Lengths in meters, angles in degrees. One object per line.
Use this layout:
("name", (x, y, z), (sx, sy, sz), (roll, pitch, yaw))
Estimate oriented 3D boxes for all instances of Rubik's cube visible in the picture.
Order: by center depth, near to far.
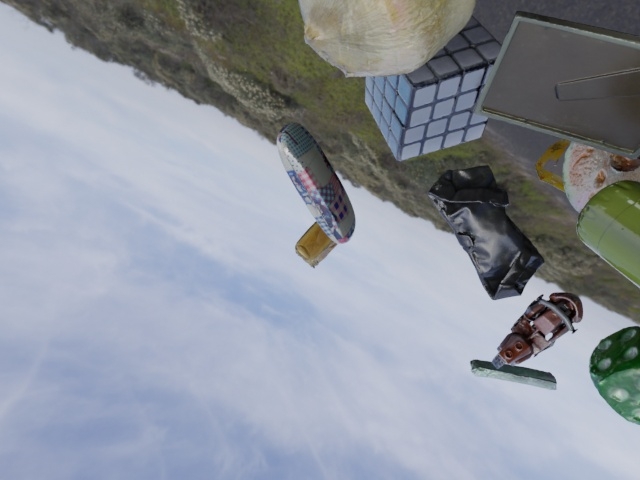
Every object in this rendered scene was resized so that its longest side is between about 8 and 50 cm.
("Rubik's cube", (0.361, -0.532, 1.438), (0.337, 0.343, 0.345), (83, 166, -58))

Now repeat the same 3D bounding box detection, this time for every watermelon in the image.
("watermelon", (0.671, -0.099, 0.895), (0.187, 0.175, 0.322), (13, -148, -16))

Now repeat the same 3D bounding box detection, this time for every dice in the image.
("dice", (0.572, 0.242, 0.762), (0.131, 0.120, 0.128), (43, -139, 4))

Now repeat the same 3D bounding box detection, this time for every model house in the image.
("model house", (0.904, -0.256, 1.501), (0.135, 0.208, 0.219), (21, -166, -34))

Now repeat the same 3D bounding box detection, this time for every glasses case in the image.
("glasses case", (-0.003, -0.132, 1.029), (0.328, 0.076, 0.125), (56, -147, -29))

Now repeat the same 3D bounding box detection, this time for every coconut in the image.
("coconut", (0.113, -0.544, 0.940), (0.404, 0.405, 0.404), (27, -169, -6))

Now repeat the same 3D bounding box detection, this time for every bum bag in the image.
("bum bag", (0.350, -0.018, 0.887), (0.310, 0.136, 0.074), (56, -169, -9))

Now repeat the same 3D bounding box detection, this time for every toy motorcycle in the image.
("toy motorcycle", (0.413, 0.165, 0.807), (0.084, 0.212, 0.118), (51, 172, 24))

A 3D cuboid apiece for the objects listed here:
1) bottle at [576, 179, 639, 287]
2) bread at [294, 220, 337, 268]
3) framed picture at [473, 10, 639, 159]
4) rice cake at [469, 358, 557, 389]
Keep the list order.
("bottle", (0.460, 0.031, 0.535), (0.112, 0.112, 0.260), (20, -153, -36))
("bread", (0.000, 0.000, 1.974), (0.136, 0.241, 0.107), (39, 173, 23))
("framed picture", (0.367, -0.208, 0.600), (0.259, 0.023, 0.189), (19, 158, 11))
("rice cake", (0.497, 0.347, 1.108), (0.210, 0.034, 0.043), (7, -155, 14))
